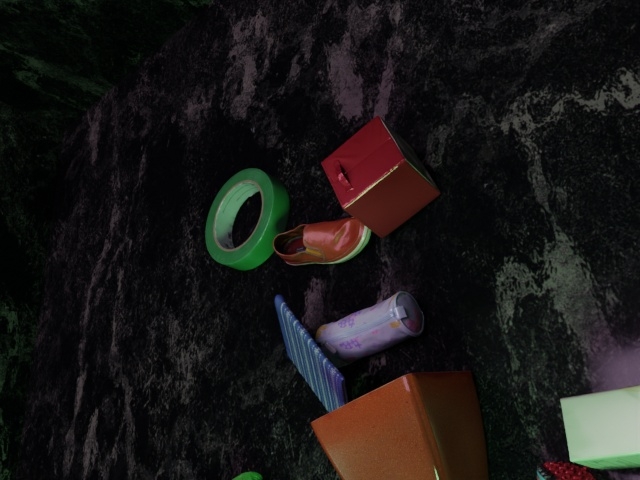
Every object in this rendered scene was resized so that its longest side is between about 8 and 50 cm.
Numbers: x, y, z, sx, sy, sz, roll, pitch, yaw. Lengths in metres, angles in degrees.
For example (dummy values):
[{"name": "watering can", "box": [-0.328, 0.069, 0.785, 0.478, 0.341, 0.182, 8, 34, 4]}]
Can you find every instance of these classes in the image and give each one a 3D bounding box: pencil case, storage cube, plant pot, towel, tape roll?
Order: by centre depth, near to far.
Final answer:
[{"name": "plant pot", "box": [0.188, 0.427, 1.380, 0.267, 0.267, 0.235, -35, 62, 30]}, {"name": "pencil case", "box": [0.115, 0.216, 1.633, 0.273, 0.124, 0.113, -28, 54, 33]}, {"name": "towel", "box": [-0.011, 0.304, 1.669, 0.040, 0.243, 0.336, -26, 42, -17]}, {"name": "storage cube", "box": [0.152, -0.157, 1.708, 0.193, 0.215, 0.183, -39, 48, 18]}, {"name": "tape roll", "box": [-0.235, -0.068, 2.149, 0.321, 0.077, 0.321, -22, 57, 38]}]

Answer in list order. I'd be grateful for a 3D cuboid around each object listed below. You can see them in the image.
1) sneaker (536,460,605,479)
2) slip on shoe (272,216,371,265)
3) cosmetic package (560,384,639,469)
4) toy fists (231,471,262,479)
[{"name": "sneaker", "box": [0.464, 0.483, 1.171, 0.262, 0.104, 0.125, -148, 59, -63]}, {"name": "slip on shoe", "box": [0.000, 0.000, 1.864, 0.331, 0.101, 0.123, -12, 62, 40]}, {"name": "cosmetic package", "box": [0.578, 0.297, 1.106, 0.310, 0.160, 0.113, -21, 57, 37]}, {"name": "toy fists", "box": [-0.230, 0.728, 1.770, 0.279, 0.096, 0.142, -41, 38, 27]}]
